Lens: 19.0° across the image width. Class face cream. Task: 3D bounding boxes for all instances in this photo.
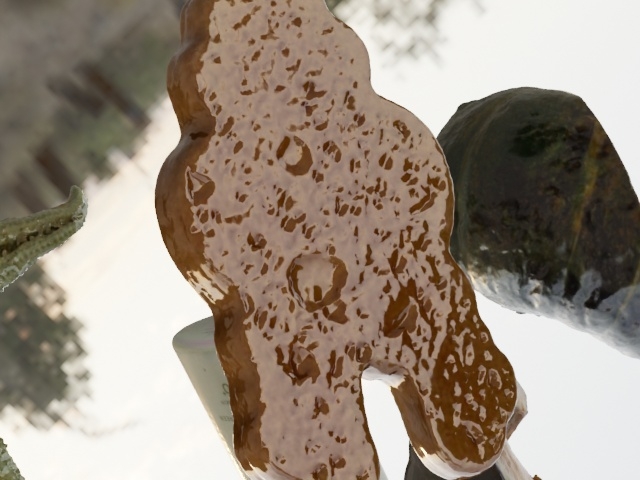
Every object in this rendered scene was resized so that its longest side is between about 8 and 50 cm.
[{"bbox_3d":[-0.017,0.230,1.992,0.173,0.349,0.081,-10,-156,36],"label":"face cream"}]

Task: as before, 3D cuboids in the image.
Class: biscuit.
[{"bbox_3d":[0.000,0.000,1.162,0.202,0.334,0.047,-17,176,-33],"label":"biscuit"}]

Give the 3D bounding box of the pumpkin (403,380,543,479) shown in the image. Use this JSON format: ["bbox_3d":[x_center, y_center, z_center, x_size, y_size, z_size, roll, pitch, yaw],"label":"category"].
[{"bbox_3d":[0.098,0.186,1.454,0.130,0.149,0.254,-34,-148,18],"label":"pumpkin"}]

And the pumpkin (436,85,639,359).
[{"bbox_3d":[0.183,0.002,1.576,0.163,0.278,0.111,-21,175,-9],"label":"pumpkin"}]

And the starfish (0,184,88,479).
[{"bbox_3d":[-0.307,0.085,1.200,0.078,0.347,0.358,-25,-134,56],"label":"starfish"}]
